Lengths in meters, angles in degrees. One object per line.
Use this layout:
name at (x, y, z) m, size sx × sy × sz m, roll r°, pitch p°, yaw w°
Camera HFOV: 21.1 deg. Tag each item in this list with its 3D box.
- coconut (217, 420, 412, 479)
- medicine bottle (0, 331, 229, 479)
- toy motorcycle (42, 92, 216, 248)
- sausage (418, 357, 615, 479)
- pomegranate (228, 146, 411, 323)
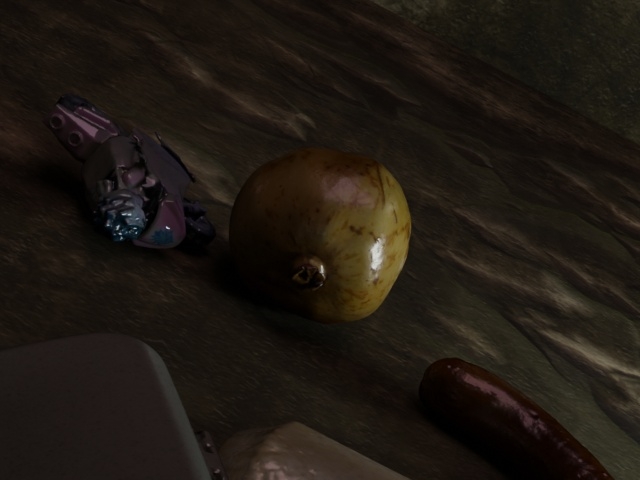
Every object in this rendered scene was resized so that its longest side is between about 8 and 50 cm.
coconut at (-0.007, 0.260, 1.363) m, size 0.222 × 0.202 × 0.202 m, roll 29°, pitch 20°, yaw 12°
medicine bottle at (-0.197, 0.212, 1.227) m, size 0.282 × 0.123 × 0.375 m, roll -14°, pitch 35°, yaw -11°
toy motorcycle at (-0.230, -0.067, 1.969) m, size 0.239 × 0.108 × 0.204 m, roll 29°, pitch 21°, yaw 2°
sausage at (0.235, 0.233, 1.900) m, size 0.302 × 0.076 × 0.103 m, roll 41°, pitch 24°, yaw 31°
pomegranate at (0.000, 0.000, 1.998) m, size 0.215 × 0.215 × 0.215 m, roll 25°, pitch 21°, yaw -10°
